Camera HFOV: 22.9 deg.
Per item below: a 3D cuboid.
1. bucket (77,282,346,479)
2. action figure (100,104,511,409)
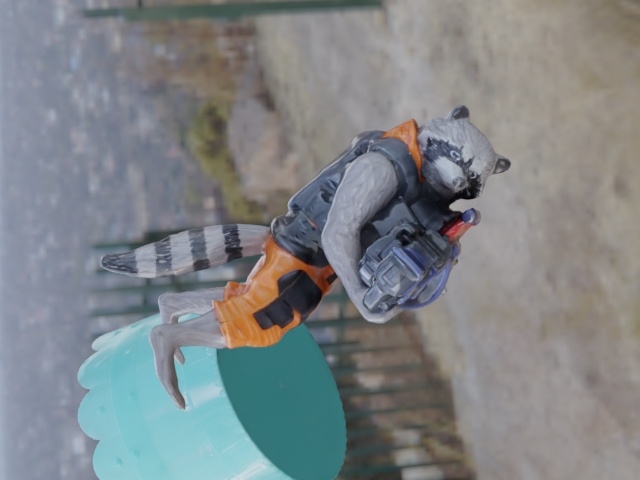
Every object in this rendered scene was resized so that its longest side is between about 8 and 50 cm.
[{"bbox_3d":[-0.111,0.190,1.736,0.281,0.183,0.281,43,-148,-36],"label":"bucket"},{"bbox_3d":[0.000,0.000,1.265,0.178,0.330,0.341,57,180,5],"label":"action figure"}]
